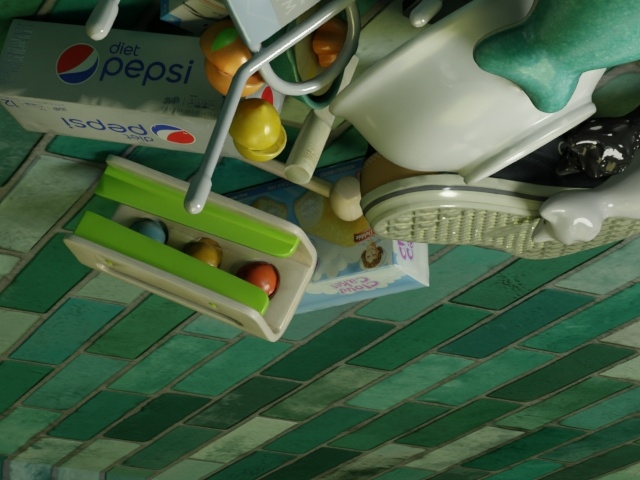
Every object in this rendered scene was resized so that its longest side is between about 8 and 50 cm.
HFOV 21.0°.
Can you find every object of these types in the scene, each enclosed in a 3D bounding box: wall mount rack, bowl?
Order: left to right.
[{"bbox_3d":[-0.057,-0.207,1.437,0.304,0.130,0.350,-38,135,-12],"label":"wall mount rack"},{"bbox_3d":[0.167,-0.144,1.634,0.298,0.134,0.298,-30,176,-2],"label":"bowl"}]

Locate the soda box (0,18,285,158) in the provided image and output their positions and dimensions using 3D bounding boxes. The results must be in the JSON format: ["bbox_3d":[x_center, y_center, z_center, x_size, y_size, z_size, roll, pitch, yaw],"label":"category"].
[{"bbox_3d":[-0.186,-0.155,1.771,0.286,0.091,0.098,8,161,20],"label":"soda box"}]

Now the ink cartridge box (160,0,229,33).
[{"bbox_3d":[-0.117,-0.240,1.725,0.048,0.028,0.083,18,151,-37],"label":"ink cartridge box"}]

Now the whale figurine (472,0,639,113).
[{"bbox_3d":[0.252,-0.200,1.417,0.216,0.141,0.272,33,119,-29],"label":"whale figurine"}]

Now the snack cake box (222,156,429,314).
[{"bbox_3d":[0.000,0.000,2.147,0.264,0.152,0.089,-14,154,31],"label":"snack cake box"}]

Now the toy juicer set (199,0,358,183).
[{"bbox_3d":[-0.015,-0.161,1.680,0.089,0.209,0.329,3,160,23],"label":"toy juicer set"}]

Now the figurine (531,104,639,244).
[{"bbox_3d":[0.323,-0.081,1.805,0.209,0.092,0.215,-22,153,-19],"label":"figurine"}]

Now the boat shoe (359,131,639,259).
[{"bbox_3d":[0.231,-0.074,1.975,0.500,0.156,0.187,6,157,-45],"label":"boat shoe"}]

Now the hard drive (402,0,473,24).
[{"bbox_3d":[0.155,-0.249,1.708,0.094,0.022,0.135,12,155,-25],"label":"hard drive"}]

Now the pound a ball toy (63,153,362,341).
[{"bbox_3d":[-0.115,-0.013,2.082,0.319,0.208,0.136,20,164,19],"label":"pound a ball toy"}]
